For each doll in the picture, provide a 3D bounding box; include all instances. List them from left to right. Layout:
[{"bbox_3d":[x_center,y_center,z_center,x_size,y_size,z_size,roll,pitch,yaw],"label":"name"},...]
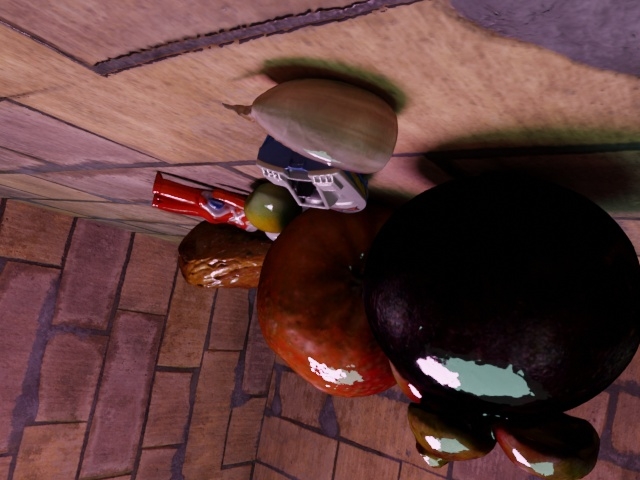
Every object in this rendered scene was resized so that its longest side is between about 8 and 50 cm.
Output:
[{"bbox_3d":[-0.212,-0.070,1.311,0.383,0.099,0.188,17,164,-16],"label":"doll"}]

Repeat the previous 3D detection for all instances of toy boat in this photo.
[{"bbox_3d":[0.011,-0.085,0.865,0.129,0.088,0.295,8,172,18],"label":"toy boat"}]

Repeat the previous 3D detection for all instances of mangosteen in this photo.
[{"bbox_3d":[0.236,0.120,0.763,0.382,0.435,0.382,12,170,2],"label":"mangosteen"}]

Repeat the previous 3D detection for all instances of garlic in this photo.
[{"bbox_3d":[-0.007,-0.128,0.601,0.198,0.091,0.128,8,-174,-15],"label":"garlic"}]

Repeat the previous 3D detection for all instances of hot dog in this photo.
[{"bbox_3d":[-0.188,0.036,1.488,0.387,0.174,0.267,1,-152,-34],"label":"hot dog"}]

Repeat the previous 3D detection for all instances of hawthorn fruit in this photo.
[{"bbox_3d":[0.060,0.117,1.143,0.402,0.403,0.403,10,173,1],"label":"hawthorn fruit"}]

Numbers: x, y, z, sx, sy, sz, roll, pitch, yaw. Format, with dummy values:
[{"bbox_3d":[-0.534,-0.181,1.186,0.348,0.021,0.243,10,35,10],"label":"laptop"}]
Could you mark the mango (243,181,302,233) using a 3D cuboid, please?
[{"bbox_3d":[-0.103,-0.071,1.168,0.130,0.092,0.195,12,164,6],"label":"mango"}]
